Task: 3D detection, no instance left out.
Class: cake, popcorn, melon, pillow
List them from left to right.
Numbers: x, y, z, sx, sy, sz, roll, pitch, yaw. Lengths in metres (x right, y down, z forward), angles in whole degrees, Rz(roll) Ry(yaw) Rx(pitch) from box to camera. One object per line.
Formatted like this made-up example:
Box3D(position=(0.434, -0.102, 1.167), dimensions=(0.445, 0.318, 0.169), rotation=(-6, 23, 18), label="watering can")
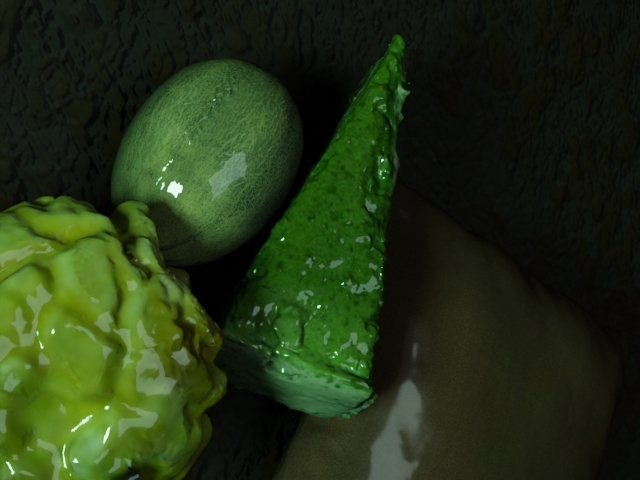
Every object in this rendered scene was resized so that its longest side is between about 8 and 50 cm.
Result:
Box3D(position=(-0.129, 0.067, 0.670), dimensions=(0.173, 0.142, 0.173), rotation=(6, 82, -42), label="popcorn")
Box3D(position=(-0.064, -0.044, 0.763), dimensions=(0.098, 0.098, 0.131), rotation=(54, 54, -33), label="melon")
Box3D(position=(-0.008, -0.019, 0.811), dimensions=(0.099, 0.100, 0.235), rotation=(13, 69, -12), label="cake")
Box3D(position=(0.093, 0.143, 0.927), dimensions=(0.305, 0.108, 0.308), rotation=(34, 66, -36), label="pillow")
